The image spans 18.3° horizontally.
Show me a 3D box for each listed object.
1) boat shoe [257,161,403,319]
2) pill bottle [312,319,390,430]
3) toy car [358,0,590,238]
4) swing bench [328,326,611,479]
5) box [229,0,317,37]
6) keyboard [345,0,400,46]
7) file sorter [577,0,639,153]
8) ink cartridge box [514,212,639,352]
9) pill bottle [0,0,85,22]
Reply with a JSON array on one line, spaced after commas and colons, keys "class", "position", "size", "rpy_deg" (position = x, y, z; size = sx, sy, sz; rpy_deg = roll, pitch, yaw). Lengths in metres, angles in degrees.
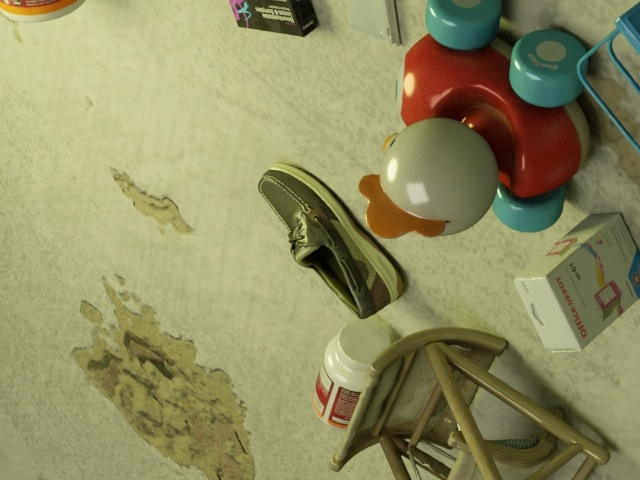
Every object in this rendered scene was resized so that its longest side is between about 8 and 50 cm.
[{"class": "boat shoe", "position": [0.000, 0.001, 2.340], "size": [0.223, 0.073, 0.080], "rpy_deg": [45, 149, 13]}, {"class": "pill bottle", "position": [0.042, 0.164, 2.444], "size": [0.086, 0.086, 0.152], "rpy_deg": [42, 149, 18]}, {"class": "toy car", "position": [0.117, -0.089, 1.919], "size": [0.210, 0.238, 0.219], "rpy_deg": [37, 146, 26]}, {"class": "swing bench", "position": [0.163, 0.248, 2.296], "size": [0.254, 0.165, 0.253], "rpy_deg": [49, 151, 18]}, {"class": "box", "position": [-0.071, -0.301, 2.166], "size": [0.116, 0.029, 0.162], "rpy_deg": [16, 133, 47]}, {"class": "keyboard", "position": [0.039, -0.313, 2.021], "size": [0.072, 0.014, 0.256], "rpy_deg": [32, 144, 41]}, {"class": "file sorter", "position": [0.314, -0.159, 1.641], "size": [0.118, 0.170, 0.104], "rpy_deg": [51, 153, 3]}, {"class": "ink cartridge box", "position": [0.261, 0.042, 1.972], "size": [0.052, 0.122, 0.088], "rpy_deg": [-4, 119, 56]}, {"class": "pill bottle", "position": [-0.352, -0.381, 2.379], "size": [0.121, 0.121, 0.221], "rpy_deg": [27, 142, 37]}]
